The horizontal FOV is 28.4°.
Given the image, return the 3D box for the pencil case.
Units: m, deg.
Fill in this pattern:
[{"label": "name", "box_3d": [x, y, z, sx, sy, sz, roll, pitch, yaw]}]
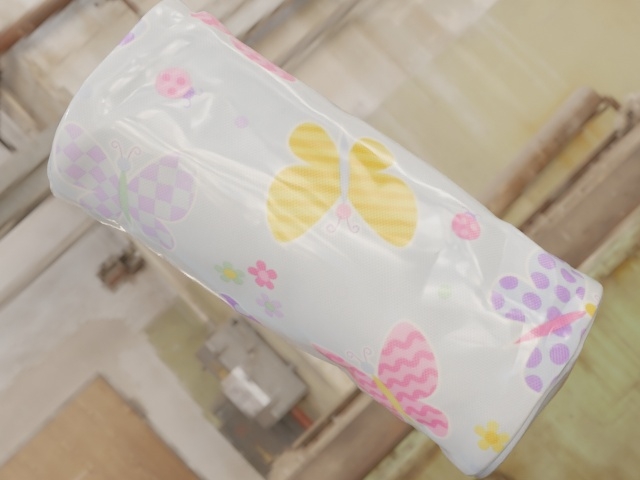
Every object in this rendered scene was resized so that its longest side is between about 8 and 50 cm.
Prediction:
[{"label": "pencil case", "box_3d": [0.000, 0.000, 0.614, 0.113, 0.273, 0.124, -54, -7, -27]}]
